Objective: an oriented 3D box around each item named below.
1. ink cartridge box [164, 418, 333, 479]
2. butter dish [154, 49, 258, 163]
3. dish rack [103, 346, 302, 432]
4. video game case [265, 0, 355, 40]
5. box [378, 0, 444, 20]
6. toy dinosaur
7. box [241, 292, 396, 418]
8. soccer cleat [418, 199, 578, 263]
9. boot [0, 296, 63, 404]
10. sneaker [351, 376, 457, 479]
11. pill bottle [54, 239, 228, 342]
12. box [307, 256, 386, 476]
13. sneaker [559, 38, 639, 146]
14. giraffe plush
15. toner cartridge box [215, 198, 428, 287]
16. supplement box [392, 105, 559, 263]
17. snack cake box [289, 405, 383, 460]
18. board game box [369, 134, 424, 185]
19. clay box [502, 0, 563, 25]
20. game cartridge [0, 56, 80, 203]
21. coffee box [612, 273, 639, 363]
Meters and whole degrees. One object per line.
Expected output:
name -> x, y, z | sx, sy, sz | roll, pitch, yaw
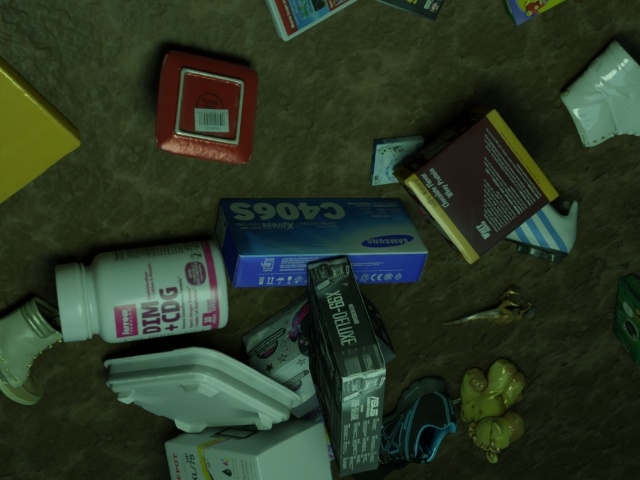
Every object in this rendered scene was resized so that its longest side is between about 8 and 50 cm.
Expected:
ink cartridge box -> -0.140, 0.475, 1.961 | 0.197, 0.270, 0.198 | -17, 100, -48
butter dish -> -0.192, -0.200, 1.542 | 0.160, 0.118, 0.159 | 8, 83, -26
dish rack -> -0.234, 0.298, 1.869 | 0.333, 0.072, 0.285 | -12, 145, 40
video game case -> 0.032, -0.442, 1.419 | 0.285, 0.025, 0.204 | -32, 134, -11
box -> 0.140, -0.456, 1.424 | 0.183, 0.056, 0.231 | 9, 115, -39
toy dinosaur -> 0.382, 0.156, 2.086 | 0.212, 0.064, 0.112 | 1, 130, -20
box -> -0.005, 0.210, 1.939 | 0.247, 0.142, 0.163 | -34, 132, 11
soccer cleat -> 0.343, -0.061, 1.868 | 0.331, 0.116, 0.143 | 15, 91, -19
boot -> -0.527, 0.204, 1.794 | 0.165, 0.077, 0.213 | -28, 130, 3
sneaker -> 0.182, 0.464, 2.230 | 0.125, 0.139, 0.341 | 15, 124, -32
pill bottle -> -0.313, 0.093, 1.714 | 0.283, 0.160, 0.160 | -7, 131, -14
box -> 0.039, 0.220, 1.684 | 0.077, 0.242, 0.307 | -10, 137, -9
sneaker -> 0.560, -0.223, 1.800 | 0.292, 0.108, 0.169 | 36, 113, -28
giraffe plush -> 0.392, 0.399, 2.226 | 0.210, 0.170, 0.181 | -33, 133, 10
toner cartridge box -> 0.000, 0.000, 1.744 | 0.348, 0.165, 0.075 | -1, 130, -20
supplement box -> 0.266, -0.099, 1.705 | 0.194, 0.129, 0.191 | -39, 102, 2
snack cake box -> -0.015, 0.417, 2.153 | 0.264, 0.089, 0.152 | -35, 131, 12
board game box -> 0.137, -0.145, 1.765 | 0.090, 0.020, 0.090 | -7, 131, -14
clay box -> 0.387, -0.454, 1.563 | 0.222, 0.053, 0.127 | -28, 134, 6
game cartridge -> -0.580, -0.154, 1.486 | 0.324, 0.052, 0.285 | -34, 132, 8
coffee box -> 0.703, 0.175, 2.185 | 0.040, 0.113, 0.184 | -17, 132, -9
